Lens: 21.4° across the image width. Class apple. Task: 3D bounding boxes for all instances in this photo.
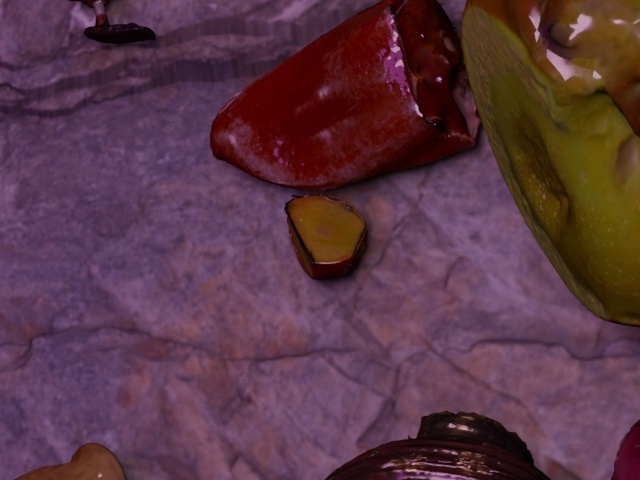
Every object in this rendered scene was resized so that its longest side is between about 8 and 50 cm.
[{"bbox_3d":[0.276,-0.126,1.255,0.374,0.374,0.384,10,81,26],"label":"apple"}]

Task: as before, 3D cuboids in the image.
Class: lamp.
[{"bbox_3d":[0.096,0.248,1.310,0.247,0.247,0.247,-6,75,22],"label":"lamp"}]

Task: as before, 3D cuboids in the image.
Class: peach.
[{"bbox_3d":[0.000,0.000,1.505,0.083,0.050,0.077,19,62,17],"label":"peach"}]

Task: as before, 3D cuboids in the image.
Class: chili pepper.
[{"bbox_3d":[0.014,-0.108,1.508,0.253,0.136,0.144,-25,113,27],"label":"chili pepper"}]

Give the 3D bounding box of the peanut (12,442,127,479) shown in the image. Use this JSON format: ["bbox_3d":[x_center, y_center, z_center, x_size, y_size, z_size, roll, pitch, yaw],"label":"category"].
[{"bbox_3d":[-0.273,0.287,1.529,0.117,0.101,0.263,41,93,1],"label":"peanut"}]

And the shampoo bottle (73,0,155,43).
[{"bbox_3d":[-0.227,-0.317,1.678,0.153,0.071,0.284,-17,73,17],"label":"shampoo bottle"}]

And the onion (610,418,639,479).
[{"bbox_3d":[0.298,0.176,1.280,0.150,0.140,0.150,-2,70,7],"label":"onion"}]
